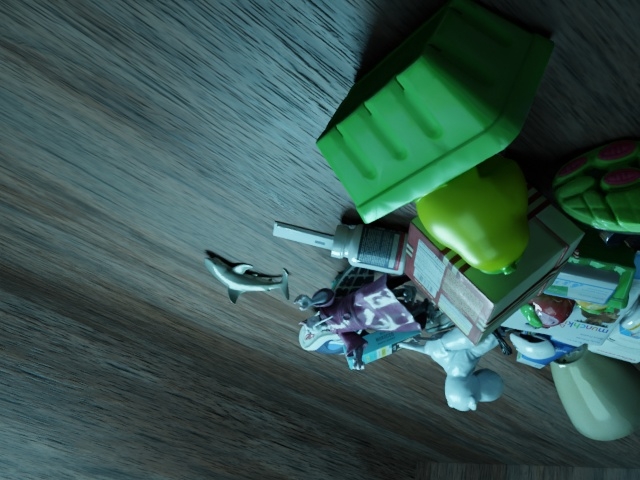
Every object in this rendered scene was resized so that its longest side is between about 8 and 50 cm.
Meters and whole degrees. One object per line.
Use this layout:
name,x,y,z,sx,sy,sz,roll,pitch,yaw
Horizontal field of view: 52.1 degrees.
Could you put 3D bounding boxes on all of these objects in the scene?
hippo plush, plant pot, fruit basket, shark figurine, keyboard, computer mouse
hippo plush,0.429,0.367,1.895,0.294,0.237,0.234,-8,165,-18
plant pot,0.787,0.394,1.910,0.256,0.256,0.274,-17,123,45
fruit basket,0.221,-0.138,1.057,0.392,0.283,0.392,21,147,14
shark figurine,-0.224,0.144,2.008,0.278,0.116,0.166,14,155,3
keyboard,0.000,0.000,1.736,0.256,0.014,0.072,15,158,-1
fruit basket,0.550,0.121,1.488,0.327,0.165,0.353,12,133,3
computer mouse,0.534,0.278,1.742,0.193,0.042,0.106,3,128,59

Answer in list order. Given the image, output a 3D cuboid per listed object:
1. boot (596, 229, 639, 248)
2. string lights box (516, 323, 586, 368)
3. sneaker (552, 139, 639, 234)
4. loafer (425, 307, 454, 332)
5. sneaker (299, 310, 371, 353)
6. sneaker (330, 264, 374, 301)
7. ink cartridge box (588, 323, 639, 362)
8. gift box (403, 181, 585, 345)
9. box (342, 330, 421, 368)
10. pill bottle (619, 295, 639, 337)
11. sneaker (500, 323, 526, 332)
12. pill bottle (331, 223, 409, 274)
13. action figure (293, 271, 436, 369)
boot,0.604,-0.048,1.309,0.219,0.106,0.082,4,135,-43
string lights box,0.627,0.242,1.768,0.076,0.133,0.260,18,153,0
sneaker,0.654,-0.053,1.140,0.482,0.185,0.202,7,154,20
loafer,0.383,0.207,1.902,0.096,0.084,0.267,-10,167,-25
sneaker,0.106,0.280,2.134,0.236,0.130,0.323,10,146,-36
sneaker,0.066,0.138,1.867,0.107,0.110,0.275,5,139,-21
ink cartridge box,0.827,0.244,1.731,0.148,0.086,0.203,16,154,-3
gift box,0.326,0.017,1.283,0.255,0.258,0.276,49,166,19
box,0.196,0.328,2.083,0.244,0.060,0.100,-21,153,-3
pill bottle,0.804,0.187,1.570,0.215,0.117,0.117,31,152,1
sneaker,0.508,0.208,1.812,0.152,0.085,0.058,24,152,-18
pill bottle,0.122,0.017,1.602,0.180,0.108,0.108,11,153,5
action figure,0.097,0.174,1.742,0.370,0.276,0.248,-17,109,30
